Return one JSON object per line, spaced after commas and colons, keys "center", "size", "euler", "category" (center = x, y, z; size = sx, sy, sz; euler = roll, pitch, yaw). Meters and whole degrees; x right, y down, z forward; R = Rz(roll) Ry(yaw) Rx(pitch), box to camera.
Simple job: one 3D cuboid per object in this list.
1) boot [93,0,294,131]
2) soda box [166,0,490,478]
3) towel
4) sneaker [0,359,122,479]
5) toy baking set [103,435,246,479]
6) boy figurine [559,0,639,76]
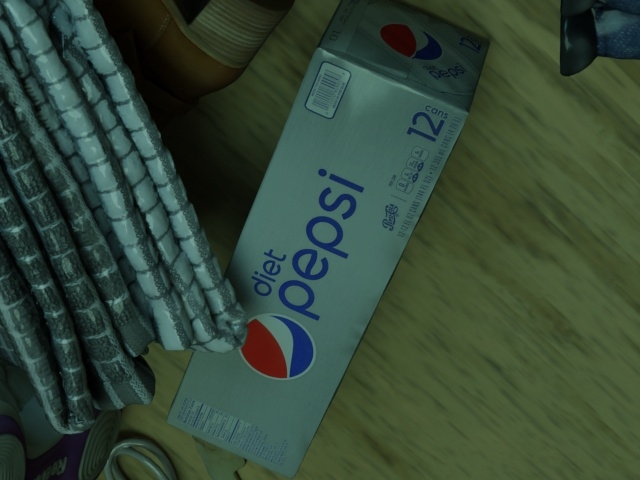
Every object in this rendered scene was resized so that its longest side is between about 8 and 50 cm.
{"center": [-0.130, -0.140, 0.856], "size": [0.197, 0.073, 0.152], "euler": [36, 135, -18], "category": "boot"}
{"center": [0.000, 0.000, 0.903], "size": [0.091, 0.098, 0.286], "euler": [23, 124, -1], "category": "soda box"}
{"center": [-0.193, -0.039, 0.863], "size": [0.235, 0.121, 0.283], "euler": [14, 134, 52], "category": "towel"}
{"center": [-0.239, 0.125, 0.938], "size": [0.152, 0.305, 0.114], "euler": [18, 94, 13], "category": "sneaker"}
{"center": [-0.109, 0.239, 1.119], "size": [0.197, 0.030, 0.256], "euler": [42, 122, -11], "category": "toy baking set"}
{"center": [0.260, -0.125, 0.747], "size": [0.285, 0.092, 0.177], "euler": [3, 154, 12], "category": "boy figurine"}
